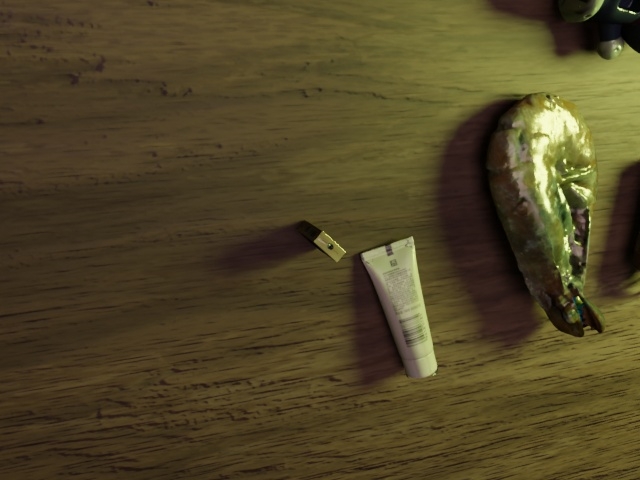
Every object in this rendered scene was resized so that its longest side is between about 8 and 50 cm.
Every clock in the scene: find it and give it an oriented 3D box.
[{"bbox_3d":[0.506,-0.379,1.006,0.243,0.146,0.199,11,113,-16],"label":"clock"}]

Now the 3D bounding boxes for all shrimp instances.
[{"bbox_3d":[0.406,-0.036,1.104,0.221,0.110,0.445,-23,108,-20],"label":"shrimp"}]

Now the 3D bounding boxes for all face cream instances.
[{"bbox_3d":[0.142,0.119,1.082,0.092,0.058,0.243,-18,105,-6],"label":"face cream"}]

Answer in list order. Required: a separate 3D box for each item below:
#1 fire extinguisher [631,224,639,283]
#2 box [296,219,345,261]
[{"bbox_3d":[0.643,-0.018,1.187,0.105,0.105,0.269,0,105,-18],"label":"fire extinguisher"},{"bbox_3d":[0.000,0.000,0.979,0.053,0.083,0.024,42,85,-23],"label":"box"}]
